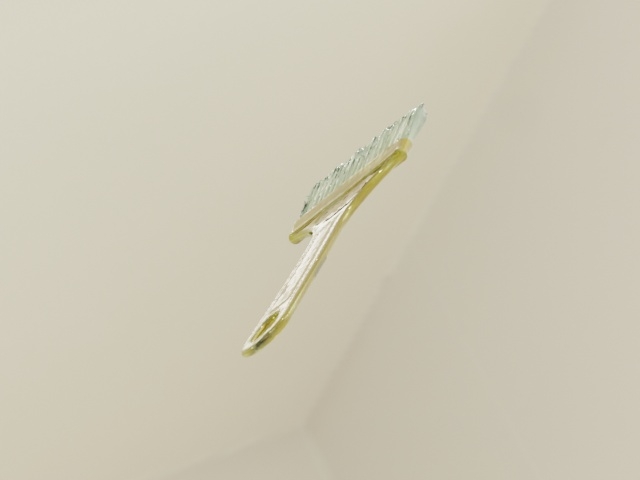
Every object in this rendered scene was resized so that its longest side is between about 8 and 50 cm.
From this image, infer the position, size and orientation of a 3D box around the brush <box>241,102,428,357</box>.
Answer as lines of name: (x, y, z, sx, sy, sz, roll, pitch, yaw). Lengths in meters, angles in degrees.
brush: (0.000, 0.000, 0.914, 0.083, 0.011, 0.205, -37, 13, 30)
